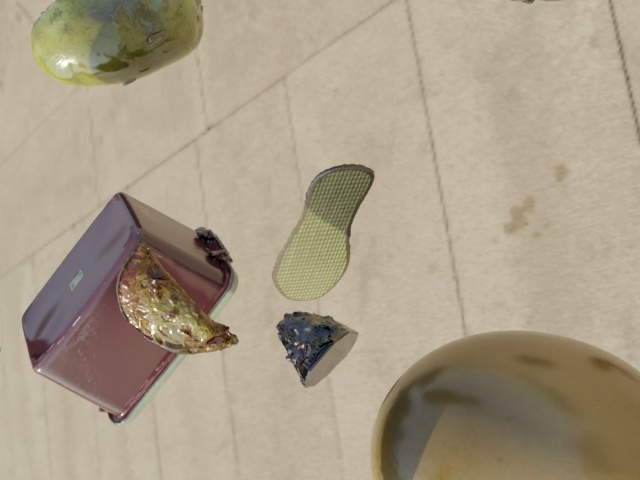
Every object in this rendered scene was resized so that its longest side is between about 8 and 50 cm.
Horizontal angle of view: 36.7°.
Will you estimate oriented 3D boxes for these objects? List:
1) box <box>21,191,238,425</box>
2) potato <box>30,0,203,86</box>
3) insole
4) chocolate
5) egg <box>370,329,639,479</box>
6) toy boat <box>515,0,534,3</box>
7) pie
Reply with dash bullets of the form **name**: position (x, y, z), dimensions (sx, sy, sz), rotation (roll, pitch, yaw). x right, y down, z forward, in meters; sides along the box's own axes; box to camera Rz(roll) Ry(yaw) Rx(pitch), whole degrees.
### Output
- **box**: position (-0.274, 0.088, 1.343), dimensions (0.294, 0.167, 0.193), rotation (-52, 35, 7)
- **potato**: position (-0.295, -0.300, 1.456), dimensions (0.160, 0.272, 0.111), rotation (90, 159, -57)
- **insole**: position (0.000, 0.000, 1.013), dimensions (0.253, 0.086, 0.005), rotation (108, 154, -53)
- **chocolate**: position (-0.025, 0.187, 1.831), dimensions (0.133, 0.156, 0.156), rotation (40, 125, 18)
- **egg**: position (0.243, 0.254, 1.118), dimensions (0.374, 0.301, 0.301), rotation (-5, 85, 17)
- **toy boat**: position (0.351, -0.420, 1.186), dimensions (0.319, 0.092, 0.141), rotation (-47, 20, -5)
- **pie**: position (-0.195, 0.095, 1.234), dimensions (0.088, 0.191, 0.033), rotation (-40, 19, 7)
